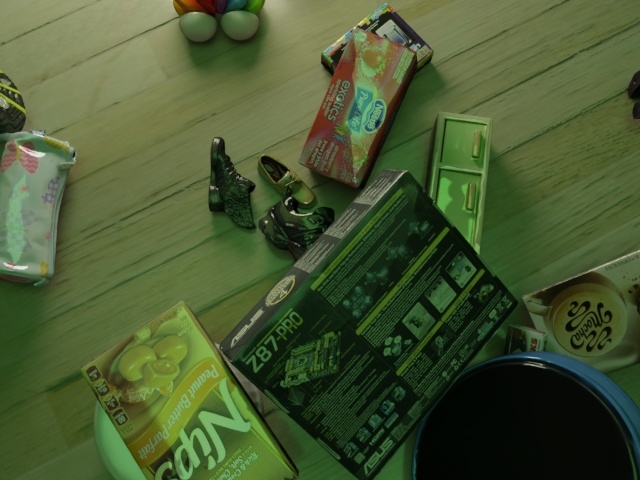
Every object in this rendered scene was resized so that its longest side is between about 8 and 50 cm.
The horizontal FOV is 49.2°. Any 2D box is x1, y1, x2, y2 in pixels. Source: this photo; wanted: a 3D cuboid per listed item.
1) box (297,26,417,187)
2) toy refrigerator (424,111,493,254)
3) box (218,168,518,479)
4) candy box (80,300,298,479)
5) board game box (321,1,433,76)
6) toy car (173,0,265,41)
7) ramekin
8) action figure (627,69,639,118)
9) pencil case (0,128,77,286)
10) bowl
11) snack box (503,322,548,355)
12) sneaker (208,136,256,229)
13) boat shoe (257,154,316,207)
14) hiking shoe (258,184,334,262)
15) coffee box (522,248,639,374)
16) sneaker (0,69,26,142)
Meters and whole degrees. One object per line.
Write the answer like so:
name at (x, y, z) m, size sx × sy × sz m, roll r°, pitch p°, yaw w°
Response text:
box at (0.069, -0.229, 1.251) m, size 0.122 × 0.128 × 0.257 m, roll 24°, pitch 97°, yaw 6°
toy refrigerator at (0.244, -0.090, 1.271) m, size 0.102 × 0.094 × 0.269 m, roll 9°, pitch 77°, yaw 2°
box at (0.088, 0.135, 1.107) m, size 0.395 × 0.097 × 0.318 m, roll -48°, pitch 112°, yaw -10°
candy box at (-0.194, 0.273, 1.053) m, size 0.183 × 0.087 × 0.316 m, roll -34°, pitch 78°, yaw -8°
board game box at (0.109, -0.355, 1.355) m, size 0.170 × 0.048 × 0.141 m, roll -40°, pitch 82°, yaw -8°
toy car at (-0.198, -0.476, 1.337) m, size 0.182 × 0.136 × 0.159 m, roll -2°, pitch 77°, yaw 0°
ramekin at (-0.237, 0.296, 1.163) m, size 0.277 × 0.135 × 0.277 m, roll 0°, pitch 77°, yaw 0°
action figure at (0.732, -0.254, 1.309) m, size 0.285 × 0.099 × 0.185 m, roll 5°, pitch 68°, yaw -3°
pencil case at (-0.521, -0.056, 1.255) m, size 0.124 × 0.113 × 0.273 m, roll 11°, pitch 76°, yaw -18°
bowl at (0.314, 0.361, 1.068) m, size 0.391 × 0.077 × 0.391 m, roll -13°, pitch 67°, yaw 34°
snack box at (0.337, 0.233, 1.183) m, size 0.064 × 0.022 × 0.178 m, roll 15°, pitch 106°, yaw 37°
sneaker at (-0.160, -0.107, 1.300) m, size 0.089 × 0.051 × 0.170 m, roll 2°, pitch 82°, yaw 0°
boat shoe at (-0.065, -0.110, 1.300) m, size 0.135 × 0.045 × 0.050 m, roll 36°, pitch 80°, yaw 8°
hiking shoe at (0.000, 0.000, 1.245) m, size 0.227 × 0.086 × 0.114 m, roll 37°, pitch 97°, yaw 8°
coffee box at (0.513, 0.110, 1.147) m, size 0.297 × 0.119 × 0.168 m, roll -27°, pitch 77°, yaw 26°
sneaker at (-0.715, -0.299, 1.317) m, size 0.384 × 0.145 × 0.147 m, roll 40°, pitch 104°, yaw 9°
